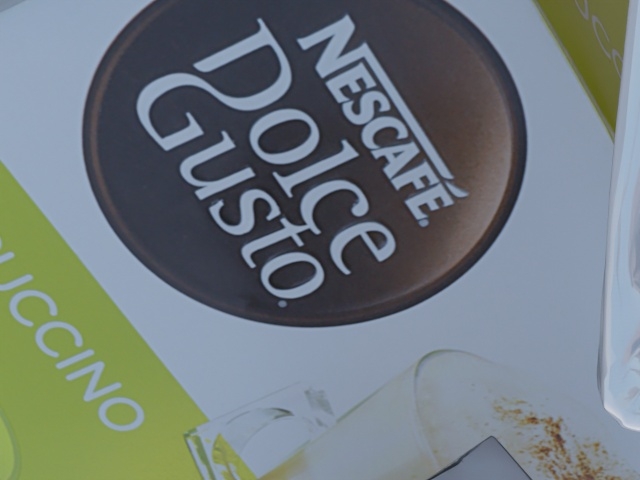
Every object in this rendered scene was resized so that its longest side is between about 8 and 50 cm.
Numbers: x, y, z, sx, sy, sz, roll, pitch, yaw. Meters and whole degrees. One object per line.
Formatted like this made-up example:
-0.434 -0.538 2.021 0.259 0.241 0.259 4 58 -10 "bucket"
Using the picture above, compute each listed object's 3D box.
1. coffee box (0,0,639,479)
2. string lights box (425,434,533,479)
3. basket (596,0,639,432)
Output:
-0.024 -0.046 0.732 0.334 0.338 0.338 -23 124 20 "coffee box"
0.048 0.199 0.564 0.133 0.077 0.260 -29 127 -9 "string lights box"
0.125 -0.041 0.397 0.113 0.167 0.103 6 -172 9 "basket"
